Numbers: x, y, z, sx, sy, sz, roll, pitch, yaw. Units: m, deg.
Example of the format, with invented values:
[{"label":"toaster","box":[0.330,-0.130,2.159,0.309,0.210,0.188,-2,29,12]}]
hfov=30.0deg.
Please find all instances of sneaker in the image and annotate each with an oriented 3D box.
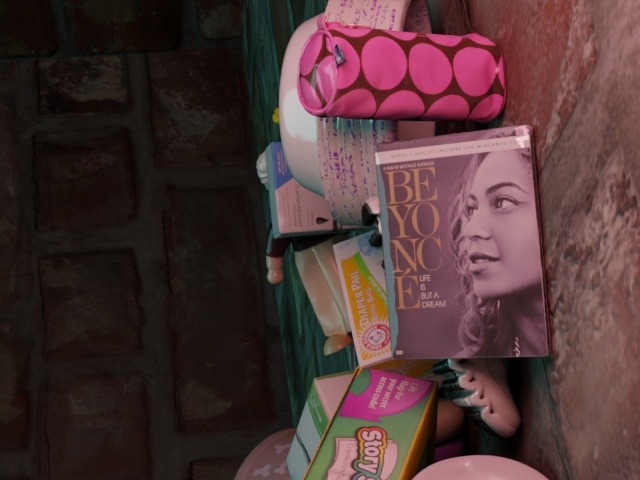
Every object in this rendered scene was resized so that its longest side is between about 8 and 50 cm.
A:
[{"label":"sneaker","box":[0.153,0.068,1.261,0.292,0.118,0.110,65,171,1]}]

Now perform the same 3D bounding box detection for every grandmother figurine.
[{"label":"grandmother figurine","box":[0.000,0.000,1.934,0.342,0.208,0.104,64,175,-2]}]

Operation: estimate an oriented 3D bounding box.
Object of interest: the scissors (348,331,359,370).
[{"label":"scissors","box":[0.064,0.127,2.229,0.109,0.021,0.297,-111,16,-70]}]

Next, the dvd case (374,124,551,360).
[{"label":"dvd case","box":[0.137,0.006,1.172,0.018,0.165,0.221,-4,-90,-61]}]

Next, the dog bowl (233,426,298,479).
[{"label":"dog bowl","box":[0.011,0.455,1.827,0.102,0.349,0.348,-15,77,40]}]

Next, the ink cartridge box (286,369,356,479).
[{"label":"ink cartridge box","box":[0.053,0.274,1.668,0.219,0.160,0.092,108,146,-48]}]

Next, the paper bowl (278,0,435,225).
[{"label":"paper bowl","box":[0.044,-0.158,1.395,0.284,0.148,0.284,2,-90,-74]}]

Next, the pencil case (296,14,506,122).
[{"label":"pencil case","box":[0.085,-0.169,1.198,0.095,0.209,0.098,-2,88,61]}]

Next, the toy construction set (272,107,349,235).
[{"label":"toy construction set","box":[0.004,-0.131,2.125,0.215,0.151,0.327,-67,23,14]}]

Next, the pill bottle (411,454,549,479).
[{"label":"pill bottle","box":[0.156,0.371,1.191,0.161,0.161,0.283,-108,15,-59]}]

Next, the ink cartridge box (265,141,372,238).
[{"label":"ink cartridge box","box":[0.021,-0.082,1.787,0.082,0.191,0.139,154,111,-80]}]

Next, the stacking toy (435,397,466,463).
[{"label":"stacking toy","box":[0.135,0.373,1.514,0.141,0.141,0.330,-147,47,-80]}]

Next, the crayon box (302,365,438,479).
[{"label":"crayon box","box":[0.031,0.365,1.247,0.363,0.106,0.313,-59,-28,-55]}]

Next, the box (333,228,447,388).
[{"label":"box","box":[0.098,0.089,1.512,0.103,0.114,0.203,59,-166,-47]}]
